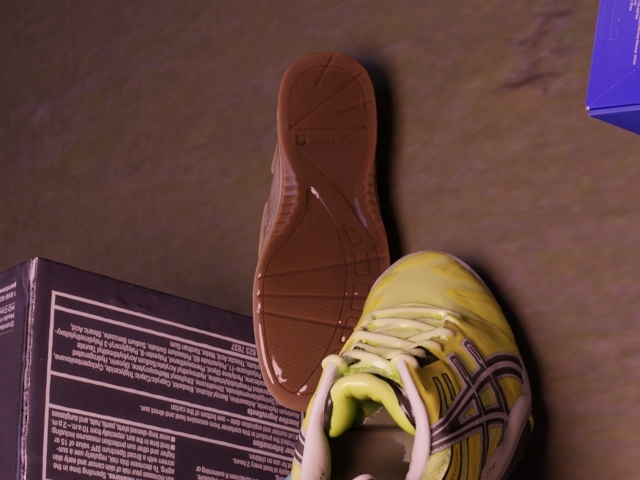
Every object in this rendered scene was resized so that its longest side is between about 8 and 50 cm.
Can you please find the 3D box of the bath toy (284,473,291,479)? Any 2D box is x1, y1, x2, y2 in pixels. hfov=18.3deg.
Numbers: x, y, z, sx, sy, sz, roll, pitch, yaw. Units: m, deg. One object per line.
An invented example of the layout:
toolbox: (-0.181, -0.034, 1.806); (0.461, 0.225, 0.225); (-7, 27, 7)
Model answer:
bath toy: (0.103, 0.265, 1.371); (0.348, 0.129, 0.151); (39, 102, 48)

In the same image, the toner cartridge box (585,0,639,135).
toner cartridge box: (0.291, -0.251, 1.390); (0.165, 0.075, 0.347); (-1, 75, 48)

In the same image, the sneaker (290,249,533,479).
sneaker: (0.064, 0.116, 1.367); (0.145, 0.147, 0.384); (-5, 35, 12)

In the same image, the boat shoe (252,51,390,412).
boat shoe: (0.000, 0.000, 1.631); (0.098, 0.109, 0.302); (99, 173, -71)

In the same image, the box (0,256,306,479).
box: (-0.168, 0.203, 1.582); (0.183, 0.296, 0.294); (-22, 60, 43)
